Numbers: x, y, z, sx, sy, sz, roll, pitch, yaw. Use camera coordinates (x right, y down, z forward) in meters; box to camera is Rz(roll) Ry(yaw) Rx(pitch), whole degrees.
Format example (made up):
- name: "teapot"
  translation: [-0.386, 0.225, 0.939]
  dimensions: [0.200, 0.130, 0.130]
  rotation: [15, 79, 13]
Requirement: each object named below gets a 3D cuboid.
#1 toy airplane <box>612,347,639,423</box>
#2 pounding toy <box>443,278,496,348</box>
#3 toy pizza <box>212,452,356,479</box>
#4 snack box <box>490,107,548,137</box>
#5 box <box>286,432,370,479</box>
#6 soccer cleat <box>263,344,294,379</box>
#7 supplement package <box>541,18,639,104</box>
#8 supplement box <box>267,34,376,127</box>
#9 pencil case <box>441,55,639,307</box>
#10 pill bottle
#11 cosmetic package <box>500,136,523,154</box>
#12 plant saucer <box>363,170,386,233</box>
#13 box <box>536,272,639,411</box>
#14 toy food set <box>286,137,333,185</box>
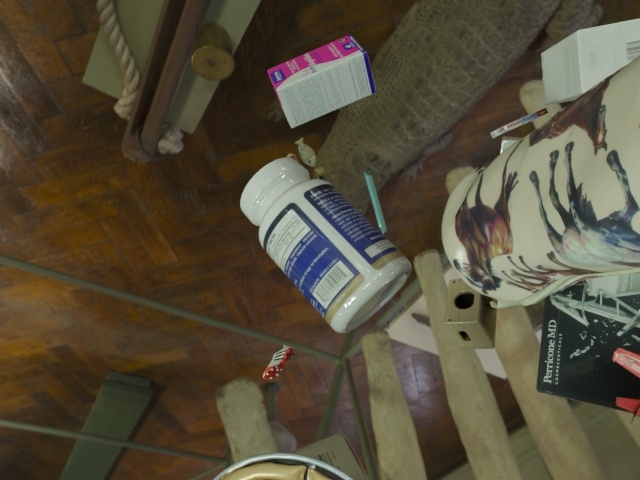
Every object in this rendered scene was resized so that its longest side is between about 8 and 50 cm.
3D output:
- name: "toy airplane"
  translation: [0.599, 0.266, 0.839]
  dimensions: [0.151, 0.151, 0.028]
  rotation: [-26, 156, 15]
- name: "pounding toy"
  translation: [0.361, 0.133, 1.145]
  dimensions: [0.094, 0.206, 0.181]
  rotation: [-10, 135, 35]
- name: "toy pizza"
  translation: [-0.027, 0.273, 0.363]
  dimensions: [0.201, 0.201, 0.032]
  rotation: [-24, 169, 13]
- name: "snack box"
  translation: [0.612, -0.362, 1.429]
  dimensions: [0.178, 0.064, 0.022]
  rotation: [-25, 90, -18]
- name: "box"
  translation: [0.008, 0.416, 0.634]
  dimensions: [0.149, 0.127, 0.232]
  rotation: [-16, 101, -11]
- name: "soccer cleat"
  translation: [-0.090, 0.252, 0.964]
  dimensions: [0.083, 0.036, 0.029]
  rotation: [-47, 127, -16]
- name: "supplement package"
  translation: [0.818, -0.531, 1.417]
  dimensions: [0.175, 0.293, 0.177]
  rotation: [-9, 99, 8]
- name: "supplement box"
  translation: [0.002, -0.375, 1.097]
  dimensions: [0.220, 0.111, 0.114]
  rotation: [-24, 137, 1]
- name: "pencil case"
  translation: [0.263, -0.045, 0.373]
  dimensions: [0.160, 0.183, 0.410]
  rotation: [4, 165, -16]
- name: "pill bottle"
  translation: [0.000, 0.000, 0.727]
  dimensions: [0.153, 0.264, 0.153]
  rotation: [-36, 159, -16]
- name: "cosmetic package"
  translation: [0.740, -0.312, 1.575]
  dimensions: [0.239, 0.099, 0.060]
  rotation: [9, 110, 18]
- name: "plant saucer"
  translation: [0.168, -0.117, 1.413]
  dimensions: [0.018, 0.067, 0.192]
  rotation: [-18, 110, 3]
- name: "box"
  translation: [0.818, 0.173, 1.077]
  dimensions: [0.297, 0.479, 0.472]
  rotation: [17, 167, -28]
- name: "toy food set"
  translation: [-0.024, -0.122, 0.867]
  dimensions: [0.078, 0.019, 0.122]
  rotation: [-45, 126, -3]
